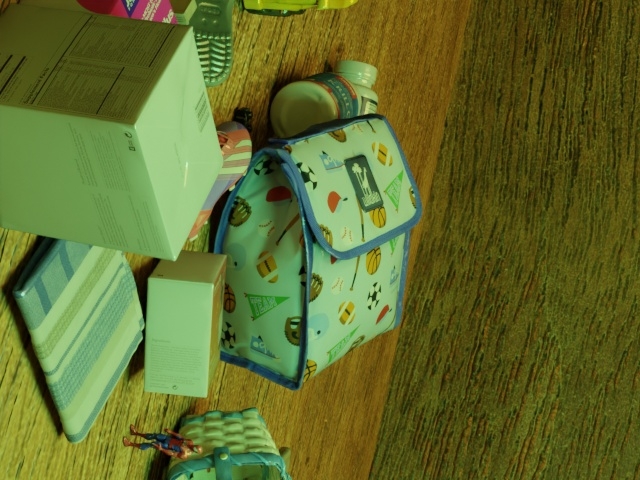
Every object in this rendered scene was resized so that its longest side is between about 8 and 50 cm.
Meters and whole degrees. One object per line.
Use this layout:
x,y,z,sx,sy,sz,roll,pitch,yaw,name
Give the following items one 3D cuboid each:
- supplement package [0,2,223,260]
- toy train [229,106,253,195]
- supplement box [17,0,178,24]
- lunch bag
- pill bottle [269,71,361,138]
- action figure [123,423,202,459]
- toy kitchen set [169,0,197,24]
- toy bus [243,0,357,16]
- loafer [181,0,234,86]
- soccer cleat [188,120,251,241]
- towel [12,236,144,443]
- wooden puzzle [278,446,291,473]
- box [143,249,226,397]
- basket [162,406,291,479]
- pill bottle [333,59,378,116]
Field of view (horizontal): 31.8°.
-0.229,-0.110,1.130,0.194,0.203,0.149,83,23,-49,supplement package
-0.128,-0.134,1.799,0.036,0.027,0.158,-36,134,-63,toy train
-0.228,-0.217,1.239,0.220,0.114,0.111,71,33,-57,supplement box
0.000,0.000,1.829,0.328,0.239,0.385,-24,125,-54,lunch bag
0.001,-0.237,2.014,0.221,0.124,0.124,-41,139,-67,pill bottle
-0.219,0.284,1.577,0.038,0.115,0.030,-62,156,-50,action figure
-0.193,-0.252,1.401,0.083,0.075,0.068,74,31,-49,toy kitchen set
0.003,-0.420,1.745,0.220,0.211,0.149,-35,131,-71,toy bus
-0.162,-0.320,1.488,0.094,0.087,0.251,12,78,-31,loafer
-0.165,-0.104,1.600,0.095,0.083,0.248,79,28,-42,soccer cleat
-0.288,0.088,1.362,0.285,0.034,0.209,84,22,-45,towel
-0.144,0.591,2.130,0.348,0.080,0.322,-40,138,-73,wooden puzzle
-0.189,0.114,1.575,0.130,0.091,0.170,-77,173,-71,box
-0.140,0.424,1.731,0.289,0.201,0.255,-112,-163,-54,basket
0.053,-0.254,2.209,0.112,0.112,0.187,23,78,-74,pill bottle
